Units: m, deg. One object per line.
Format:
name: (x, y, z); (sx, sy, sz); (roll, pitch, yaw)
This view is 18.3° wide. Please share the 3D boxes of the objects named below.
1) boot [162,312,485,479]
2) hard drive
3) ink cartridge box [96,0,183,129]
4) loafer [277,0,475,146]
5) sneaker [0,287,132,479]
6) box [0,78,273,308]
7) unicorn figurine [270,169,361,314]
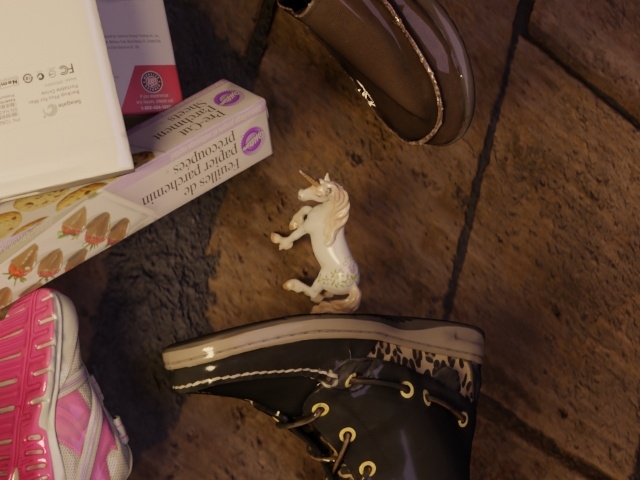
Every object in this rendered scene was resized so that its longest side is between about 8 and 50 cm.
boot: (0.021, 0.216, 1.889); (0.377, 0.138, 0.284); (4, 78, -45)
hard drive: (-0.291, -0.185, 1.692); (0.203, 0.040, 0.307); (-13, 85, -6)
ink cartridge box: (-0.227, -0.210, 1.802); (0.158, 0.092, 0.218); (-6, 85, -44)
loafer: (0.017, -0.238, 2.022); (0.130, 0.134, 0.366); (-38, 95, -37)
sneaker: (-0.223, 0.167, 1.708); (0.111, 0.103, 0.252); (4, 82, -46)
box: (-0.186, -0.042, 1.749); (0.324, 0.067, 0.063); (-31, 131, -28)
unicorn figurine: (0.000, 0.000, 1.940); (0.060, 0.111, 0.162); (-40, 106, -41)
